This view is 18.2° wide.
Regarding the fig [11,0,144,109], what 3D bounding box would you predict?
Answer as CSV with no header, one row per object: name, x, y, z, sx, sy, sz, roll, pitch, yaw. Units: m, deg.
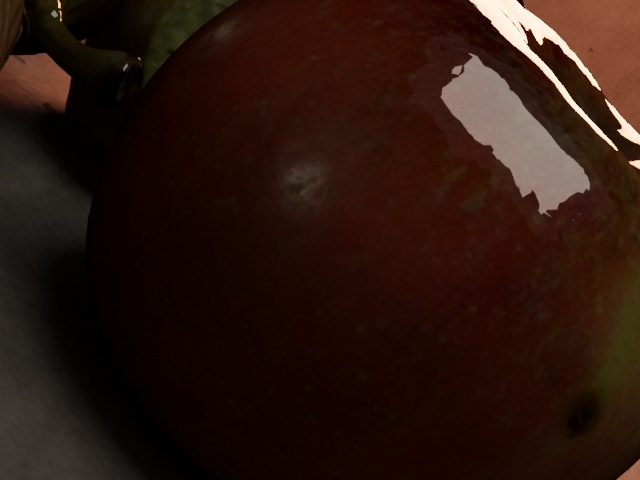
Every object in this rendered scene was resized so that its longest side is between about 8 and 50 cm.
fig,-0.171,-0.176,1.137,0.217,0.217,0.321,32,16,-38

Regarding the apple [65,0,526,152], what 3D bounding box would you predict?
apple,-0.002,-0.114,1.334,0.346,0.254,0.179,7,72,-38

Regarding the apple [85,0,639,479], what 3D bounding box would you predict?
apple,0.043,0.008,1.105,0.348,0.277,0.348,44,15,-15

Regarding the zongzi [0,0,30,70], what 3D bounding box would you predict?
zongzi,-0.240,-0.187,0.800,0.418,0.181,0.447,-95,174,-55
